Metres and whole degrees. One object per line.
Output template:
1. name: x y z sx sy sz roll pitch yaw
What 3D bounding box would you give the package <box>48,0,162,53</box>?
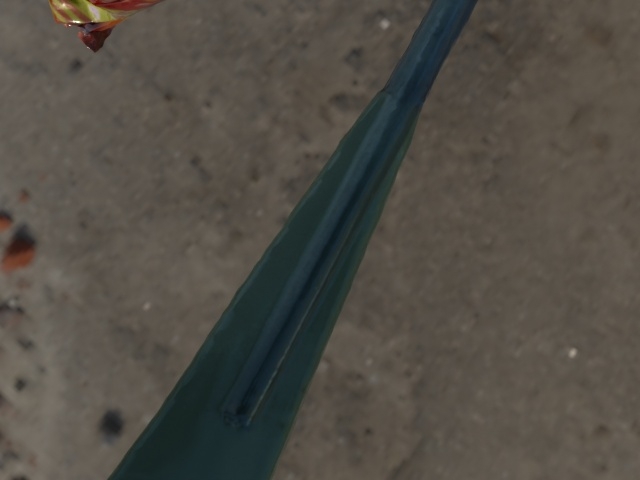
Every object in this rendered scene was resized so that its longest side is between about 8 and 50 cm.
1. package: -0.072 -0.192 0.888 0.108 0.223 0.288 51 178 7

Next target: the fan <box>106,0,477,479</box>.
1. fan: 0.000 0.000 0.428 0.038 0.193 0.016 28 168 -4
